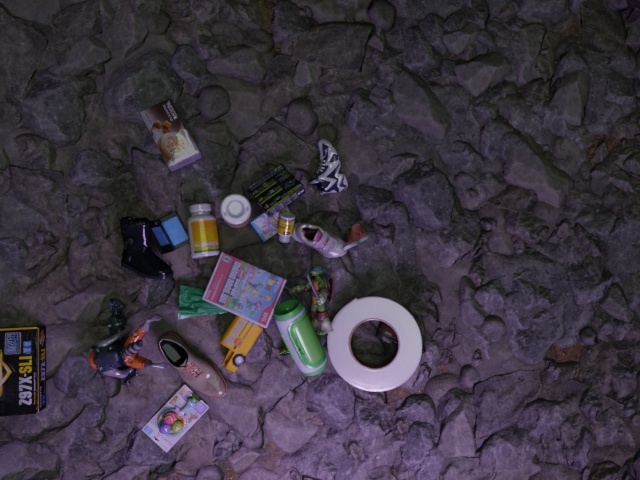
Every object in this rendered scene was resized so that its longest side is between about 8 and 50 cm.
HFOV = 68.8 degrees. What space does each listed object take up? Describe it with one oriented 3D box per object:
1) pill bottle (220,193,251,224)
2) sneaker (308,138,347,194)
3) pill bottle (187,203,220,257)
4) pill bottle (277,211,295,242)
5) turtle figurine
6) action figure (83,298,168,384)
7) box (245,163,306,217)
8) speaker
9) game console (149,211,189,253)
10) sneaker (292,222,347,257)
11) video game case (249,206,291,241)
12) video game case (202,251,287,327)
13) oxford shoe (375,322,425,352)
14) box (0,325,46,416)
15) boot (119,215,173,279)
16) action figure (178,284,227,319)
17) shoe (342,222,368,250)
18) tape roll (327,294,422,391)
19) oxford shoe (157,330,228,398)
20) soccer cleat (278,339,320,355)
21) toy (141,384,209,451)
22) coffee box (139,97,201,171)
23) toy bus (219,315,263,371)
[{"bbox_3d":[-0.333,-0.112,1.853,0.119,0.208,0.119,1,86,-8],"label":"pill bottle"},{"bbox_3d":[0.003,-0.301,1.976,0.152,0.094,0.235,-24,100,-18],"label":"sneaker"},{"bbox_3d":[-0.471,-0.038,1.873,0.117,0.117,0.209,-7,87,-9],"label":"pill bottle"},{"bbox_3d":[-0.143,-0.053,1.934,0.065,0.065,0.117,5,116,-8],"label":"pill bottle"},{"bbox_3d":[-0.053,0.247,1.882,0.197,0.274,0.267,-8,92,25],"label":"turtle figurine"},{"bbox_3d":[-0.752,0.377,1.755,0.329,0.178,0.342,-20,84,16],"label":"action figure"},{"bbox_3d":[-0.184,-0.207,1.917,0.190,0.045,0.184,-37,56,-10],"label":"box"},{"bbox_3d":[-0.074,0.380,1.820,0.131,0.131,0.297,-26,111,-10],"label":"speaker"},{"bbox_3d":[-0.608,-0.033,1.870,0.085,0.124,0.144,-29,90,17],"label":"game console"},{"bbox_3d":[0.000,0.000,1.946,0.252,0.111,0.103,21,83,-7],"label":"sneaker"},{"bbox_3d":[-0.197,-0.083,1.936,0.166,0.015,0.119,-36,130,-9],"label":"video game case"},{"bbox_3d":[-0.297,0.191,1.823,0.285,0.025,0.204,22,88,10],"label":"video game case"},{"bbox_3d":[0.353,0.412,1.987,0.227,0.083,0.096,25,81,-6],"label":"oxford shoe"},{"bbox_3d":[-1.176,0.487,1.747,0.256,0.079,0.323,-1,86,-11],"label":"box"},{"bbox_3d":[-0.668,0.024,1.782,0.246,0.094,0.207,16,112,23],"label":"boot"},{"bbox_3d":[-0.449,0.251,1.882,0.232,0.063,0.137,2,84,-5],"label":"action figure"},{"bbox_3d":[0.132,-0.016,1.959,0.178,0.063,0.081,-27,85,-51],"label":"shoe"},{"bbox_3d":[0.221,0.418,1.919,0.391,0.072,0.393,0,88,8],"label":"tape roll"},{"bbox_3d":[-0.507,0.502,1.821,0.348,0.130,0.123,41,81,-4],"label":"oxford shoe"},{"bbox_3d":[-0.083,0.450,1.930,0.178,0.060,0.073,-19,99,-11],"label":"soccer cleat"},{"bbox_3d":[-0.572,0.704,1.834,0.137,0.056,0.237,44,81,-2],"label":"toy"},{"bbox_3d":[-0.602,-0.424,1.889,0.141,0.098,0.247,-27,91,-10],"label":"coffee box"},{"bbox_3d":[-0.296,0.353,1.876,0.130,0.108,0.333,33,82,-5],"label":"toy bus"}]
